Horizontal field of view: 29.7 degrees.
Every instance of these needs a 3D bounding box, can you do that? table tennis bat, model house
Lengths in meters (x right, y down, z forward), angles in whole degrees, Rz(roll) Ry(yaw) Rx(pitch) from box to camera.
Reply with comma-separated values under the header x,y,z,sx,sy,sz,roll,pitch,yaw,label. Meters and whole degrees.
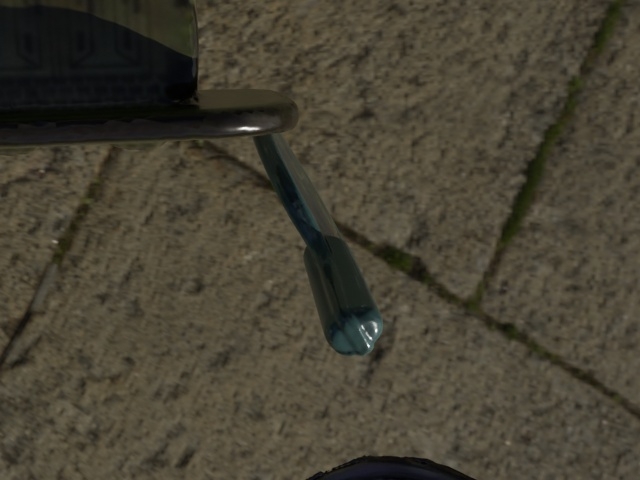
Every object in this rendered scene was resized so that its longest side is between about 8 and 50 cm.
x,y,z,sx,sy,sz,roll,pitch,yaw,label
0.000,0.000,0.848,0.038,0.237,0.149,-28,122,5,table tennis bat
-0.123,-0.177,0.531,0.218,0.205,0.279,-2,100,-6,model house

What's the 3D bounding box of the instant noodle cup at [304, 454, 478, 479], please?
x,y,z,sx,sy,sz,roll,pitch,yaw,label
0.035,0.246,0.702,0.217,0.217,0.207,-33,153,-24,instant noodle cup
